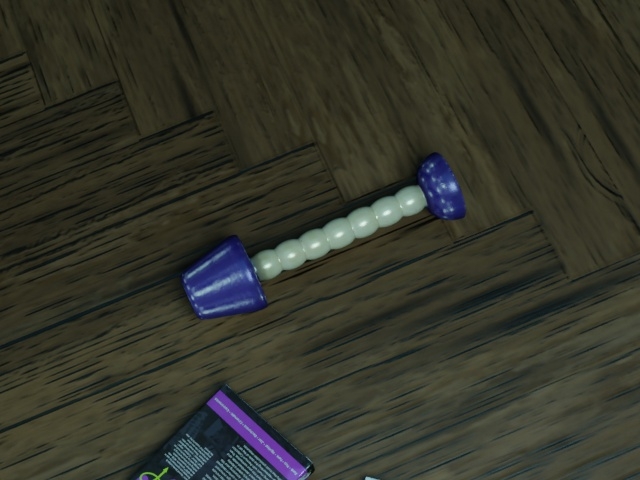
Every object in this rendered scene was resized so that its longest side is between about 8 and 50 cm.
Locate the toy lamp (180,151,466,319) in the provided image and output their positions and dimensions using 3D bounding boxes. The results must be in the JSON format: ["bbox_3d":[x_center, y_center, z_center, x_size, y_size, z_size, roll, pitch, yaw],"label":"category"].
[{"bbox_3d":[0.000,0.000,1.187,0.275,0.080,0.080,-23,63,-7],"label":"toy lamp"}]

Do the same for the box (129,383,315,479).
[{"bbox_3d":[-0.101,0.224,1.114,0.116,0.029,0.162,40,73,24],"label":"box"}]

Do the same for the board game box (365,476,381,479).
[{"bbox_3d":[0.072,0.260,1.077,0.090,0.020,0.090,12,66,13],"label":"board game box"}]
